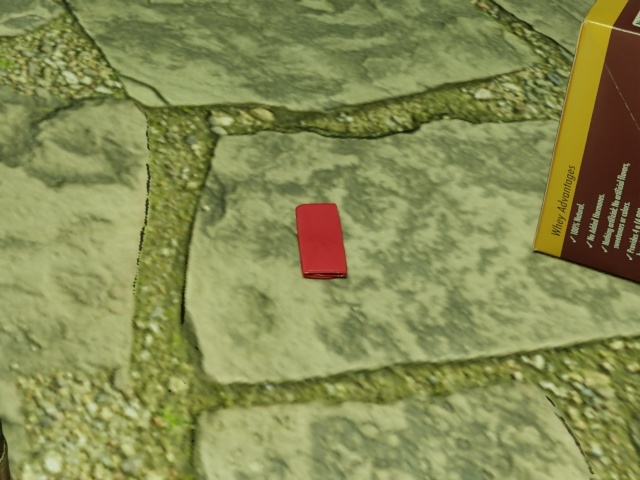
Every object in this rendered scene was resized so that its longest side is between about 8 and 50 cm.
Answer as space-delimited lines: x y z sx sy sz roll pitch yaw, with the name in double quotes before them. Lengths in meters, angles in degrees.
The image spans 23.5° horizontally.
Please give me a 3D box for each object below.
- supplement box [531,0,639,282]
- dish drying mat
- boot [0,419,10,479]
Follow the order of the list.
"supplement box" 0.272 -0.071 1.068 0.194 0.191 0.129 18 37 16
"dish drying mat" 0.000 0.000 1.089 0.032 0.008 0.083 1 37 -6
"boot" -0.267 0.063 0.877 0.219 0.106 0.082 22 38 21
